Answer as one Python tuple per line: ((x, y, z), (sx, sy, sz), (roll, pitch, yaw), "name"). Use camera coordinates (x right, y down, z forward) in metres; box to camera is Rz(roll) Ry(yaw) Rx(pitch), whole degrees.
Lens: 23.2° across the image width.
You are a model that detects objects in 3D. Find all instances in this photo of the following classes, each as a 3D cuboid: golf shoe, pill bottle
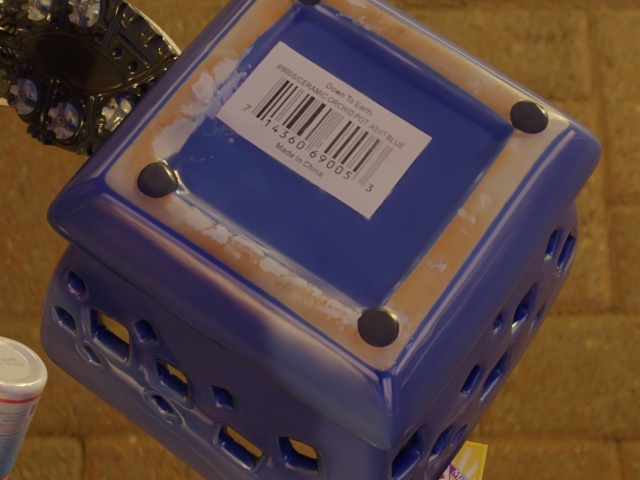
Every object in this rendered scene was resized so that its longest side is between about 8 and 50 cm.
((-0.161, -0.119, 1.017), (0.273, 0.120, 0.105), (20, 100, 39), "golf shoe")
((-0.311, 0.171, 1.409), (0.087, 0.160, 0.087), (21, 23, -9), "pill bottle")

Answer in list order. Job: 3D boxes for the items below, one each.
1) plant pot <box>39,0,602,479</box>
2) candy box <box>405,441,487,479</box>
((0.000, 0.000, 0.823), (0.236, 0.212, 0.236), (34, 67, 11), "plant pot")
((0.140, 0.346, 1.955), (0.105, 0.027, 0.206), (12, 71, 1), "candy box")
